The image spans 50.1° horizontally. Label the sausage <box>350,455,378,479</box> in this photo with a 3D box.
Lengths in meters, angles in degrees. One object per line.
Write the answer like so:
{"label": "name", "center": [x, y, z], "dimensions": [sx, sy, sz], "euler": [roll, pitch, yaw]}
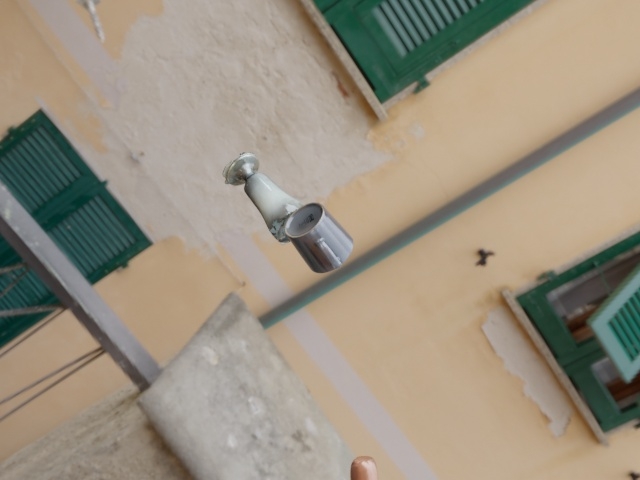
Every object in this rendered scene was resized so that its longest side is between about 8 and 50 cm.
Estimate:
{"label": "sausage", "center": [0.053, 0.295, 0.803], "dimensions": [0.034, 0.034, 0.083], "euler": [-21, 107, -73]}

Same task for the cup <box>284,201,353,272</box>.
{"label": "cup", "center": [0.000, 0.000, 0.981], "dimensions": [0.077, 0.078, 0.100], "euler": [51, 2, -36]}

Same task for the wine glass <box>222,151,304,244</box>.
{"label": "wine glass", "center": [-0.085, -0.068, 1.081], "dimensions": [0.155, 0.072, 0.072], "euler": [47, 9, 29]}
